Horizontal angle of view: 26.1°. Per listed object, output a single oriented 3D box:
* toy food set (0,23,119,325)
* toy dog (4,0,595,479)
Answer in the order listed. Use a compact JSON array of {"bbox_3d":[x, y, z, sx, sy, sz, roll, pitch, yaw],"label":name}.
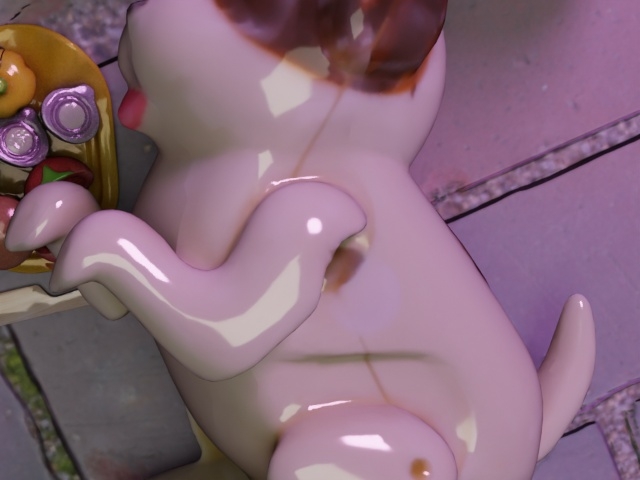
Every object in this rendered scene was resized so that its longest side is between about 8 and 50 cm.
[{"bbox_3d":[-0.205,-0.040,0.959,0.128,0.071,0.218,-6,102,-5],"label":"toy food set"},{"bbox_3d":[0.000,0.000,0.888,0.395,0.284,0.408,-11,100,-9],"label":"toy dog"}]
